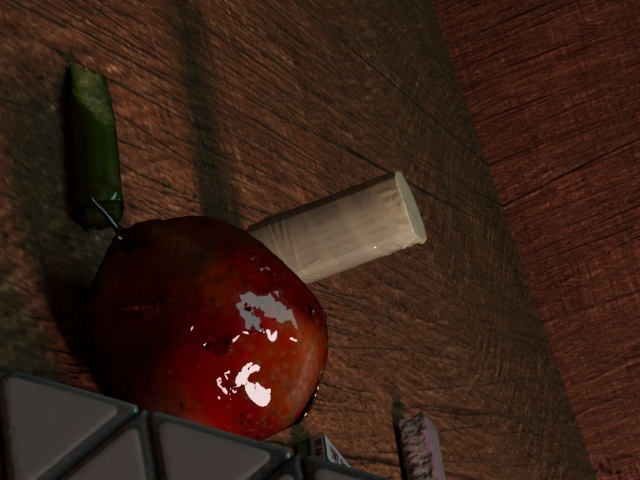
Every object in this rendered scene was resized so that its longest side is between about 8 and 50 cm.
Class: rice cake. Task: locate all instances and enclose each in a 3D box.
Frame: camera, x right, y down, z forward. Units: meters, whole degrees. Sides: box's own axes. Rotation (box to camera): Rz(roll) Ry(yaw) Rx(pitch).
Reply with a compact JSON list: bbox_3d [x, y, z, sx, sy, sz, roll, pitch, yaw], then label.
[{"bbox_3d":[0.135,0.325,1.807,0.055,0.049,0.270,73,6,-48],"label":"rice cake"}]

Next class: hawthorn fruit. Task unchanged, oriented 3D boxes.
[{"bbox_3d":[-0.106,0.059,1.146,0.235,0.181,0.181,46,24,-26],"label":"hawthorn fruit"}]

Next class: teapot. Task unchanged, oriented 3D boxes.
[{"bbox_3d":[0.000,0.000,1.495,0.107,0.200,0.077,12,59,-77],"label":"teapot"}]

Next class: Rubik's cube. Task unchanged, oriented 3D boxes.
[{"bbox_3d":[-0.087,0.230,0.987,0.228,0.233,0.229,26,-74,56],"label":"Rubik's cube"}]

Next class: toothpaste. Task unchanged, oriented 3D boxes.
[{"bbox_3d":[0.029,0.264,1.545,0.043,0.037,0.178,-94,158,-44],"label":"toothpaste"}]

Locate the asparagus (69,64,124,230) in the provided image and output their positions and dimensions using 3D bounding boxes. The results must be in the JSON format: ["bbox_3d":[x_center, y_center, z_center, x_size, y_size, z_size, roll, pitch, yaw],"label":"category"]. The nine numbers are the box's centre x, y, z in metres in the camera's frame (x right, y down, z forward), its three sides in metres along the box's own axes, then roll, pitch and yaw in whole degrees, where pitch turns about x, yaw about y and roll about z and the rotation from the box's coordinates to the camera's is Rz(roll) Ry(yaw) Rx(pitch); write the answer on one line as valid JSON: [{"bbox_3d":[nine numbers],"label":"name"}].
[{"bbox_3d":[-0.188,-0.087,1.261,0.045,0.041,0.178,63,13,-52],"label":"asparagus"}]
